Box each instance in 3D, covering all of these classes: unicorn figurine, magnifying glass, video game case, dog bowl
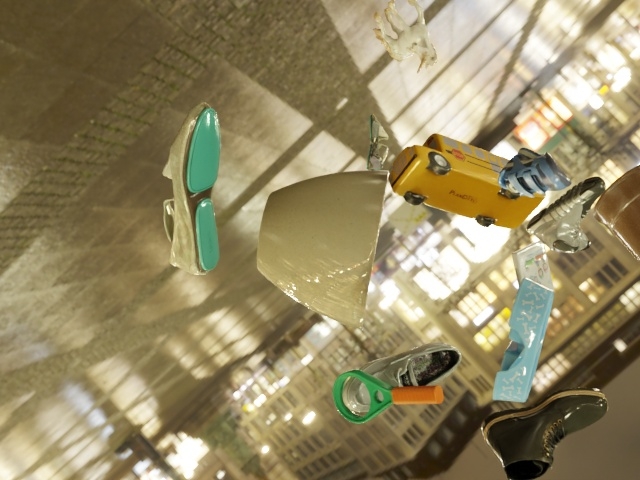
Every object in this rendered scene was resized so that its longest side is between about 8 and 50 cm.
[{"bbox_3d":[0.129,-0.299,1.147,0.060,0.111,0.162,-28,-174,0],"label":"unicorn figurine"},{"bbox_3d":[0.109,0.262,1.324,0.026,0.092,0.231,-8,177,-44],"label":"magnifying glass"},{"bbox_3d":[0.544,0.084,2.000,0.019,0.143,0.157,-9,-174,42],"label":"video game case"},{"bbox_3d":[0.463,0.233,1.783,0.166,0.074,0.297,-24,126,-65],"label":"dog bowl"}]

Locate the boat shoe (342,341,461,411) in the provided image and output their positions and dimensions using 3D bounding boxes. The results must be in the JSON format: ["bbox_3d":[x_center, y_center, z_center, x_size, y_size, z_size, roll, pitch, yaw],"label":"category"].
[{"bbox_3d":[0.147,0.237,1.389,0.227,0.079,0.081,-22,179,-19],"label":"boat shoe"}]

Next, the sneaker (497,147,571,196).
[{"bbox_3d":[0.276,-0.081,1.018,0.059,0.053,0.144,-39,-169,1],"label":"sneaker"}]

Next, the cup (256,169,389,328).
[{"bbox_3d":[0.000,0.000,1.626,0.331,0.236,0.331,10,90,-85],"label":"cup"}]

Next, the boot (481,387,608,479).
[{"bbox_3d":[0.355,0.301,1.187,0.197,0.077,0.137,-22,-164,6],"label":"boot"}]

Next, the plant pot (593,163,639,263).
[{"bbox_3d":[0.553,-0.020,1.251,0.166,0.165,0.167,-15,147,-10],"label":"plant pot"}]

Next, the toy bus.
[{"bbox_3d":[0.298,-0.122,1.597,0.108,0.332,0.130,-53,-148,39],"label":"toy bus"}]

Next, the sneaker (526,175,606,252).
[{"bbox_3d":[0.599,-0.047,1.813,0.086,0.132,0.228,-47,-177,-42],"label":"sneaker"}]

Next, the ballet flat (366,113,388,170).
[{"bbox_3d":[0.109,-0.184,1.480,0.041,0.041,0.114,124,-28,-70],"label":"ballet flat"}]

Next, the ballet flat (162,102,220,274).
[{"bbox_3d":[-0.128,-0.047,0.743,0.057,0.052,0.168,-29,125,-60],"label":"ballet flat"}]
